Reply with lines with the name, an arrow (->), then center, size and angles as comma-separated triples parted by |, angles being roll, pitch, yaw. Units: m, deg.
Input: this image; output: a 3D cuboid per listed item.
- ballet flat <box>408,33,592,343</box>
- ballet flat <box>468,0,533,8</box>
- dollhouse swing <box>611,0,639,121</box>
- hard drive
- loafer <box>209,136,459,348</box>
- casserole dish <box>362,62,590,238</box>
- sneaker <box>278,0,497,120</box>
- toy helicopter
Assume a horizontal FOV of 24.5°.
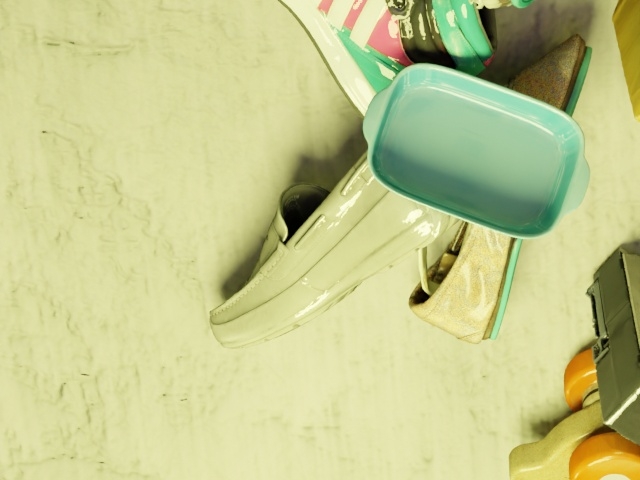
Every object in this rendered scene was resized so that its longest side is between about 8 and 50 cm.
ballet flat -> 0.146, -0.046, 1.310 | 0.106, 0.107, 0.316 | 18, 118, 5
ballet flat -> 0.181, -0.353, 1.029 | 0.147, 0.147, 0.409 | 27, 117, -8
dollhouse swing -> 0.409, -0.222, 1.044 | 0.315, 0.347, 0.305 | 13, 118, -1
hard drive -> 0.392, 0.163, 1.318 | 0.339, 0.237, 0.064 | 32, 116, -10
loafer -> 0.000, 0.000, 1.332 | 0.319, 0.112, 0.111 | -35, 89, 37
casserole dish -> 0.124, -0.070, 1.198 | 0.188, 0.037, 0.114 | 20, 83, -1
sneaker -> 0.053, -0.233, 1.201 | 0.178, 0.124, 0.295 | -26, 121, 24
toy helicopter -> 0.270, 0.279, 1.478 | 0.235, 0.140, 0.355 | 28, 128, -19
